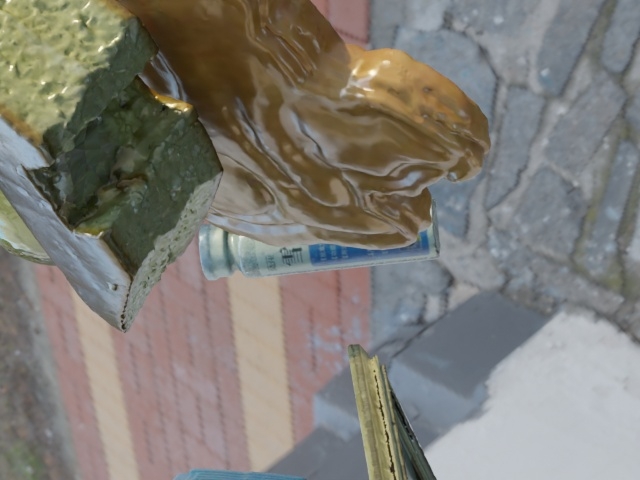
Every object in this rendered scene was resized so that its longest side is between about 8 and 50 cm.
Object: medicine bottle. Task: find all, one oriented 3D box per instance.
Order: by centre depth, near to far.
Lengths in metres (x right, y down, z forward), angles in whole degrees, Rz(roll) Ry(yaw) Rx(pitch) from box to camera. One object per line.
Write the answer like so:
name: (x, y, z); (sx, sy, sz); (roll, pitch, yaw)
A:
medicine bottle: (0.000, 0.000, 0.965); (0.191, 0.051, 0.051); (-5, 119, 7)

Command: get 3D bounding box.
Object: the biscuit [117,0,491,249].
biscuit: (-0.072, -0.075, 0.703); (0.376, 0.051, 0.269); (10, 152, 36)

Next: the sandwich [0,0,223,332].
sandwich: (-0.116, -0.050, 0.602); (0.088, 0.090, 0.244); (15, 145, 44)

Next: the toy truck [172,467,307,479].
toy truck: (-0.074, 0.268, 0.781); (0.161, 0.385, 0.162); (3, 94, 4)

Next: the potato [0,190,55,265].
potato: (-0.267, -0.124, 1.052); (0.212, 0.280, 0.330); (5, 143, 13)

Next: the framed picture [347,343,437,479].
framed picture: (0.069, 0.195, 0.540); (0.274, 0.017, 0.217); (-99, -15, -61)
